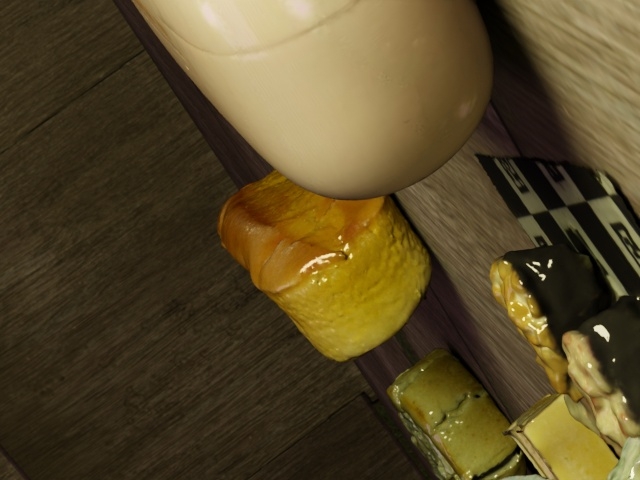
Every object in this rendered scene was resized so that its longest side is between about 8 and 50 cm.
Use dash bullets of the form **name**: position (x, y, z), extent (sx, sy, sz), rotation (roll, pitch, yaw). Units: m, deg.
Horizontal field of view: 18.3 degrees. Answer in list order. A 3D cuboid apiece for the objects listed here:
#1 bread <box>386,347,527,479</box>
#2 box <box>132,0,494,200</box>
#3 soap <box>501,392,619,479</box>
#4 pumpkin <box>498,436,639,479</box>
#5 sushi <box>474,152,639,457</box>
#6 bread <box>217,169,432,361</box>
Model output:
- **bread**: position (0.106, 0.150, 1.493), extent (0.117, 0.064, 0.156), rotation (54, 175, 35)
- **box**: position (-0.017, -0.093, 0.664), extent (0.146, 0.088, 0.200), rotation (58, 174, -30)
- **soap**: position (0.185, 0.191, 1.047), extent (0.252, 0.037, 0.092), rotation (54, 178, 3)
- **pumpkin**: position (0.116, 0.212, 0.593), extent (0.197, 0.263, 0.293), rotation (25, 176, -18)
- **sushi**: position (0.111, 0.055, 0.739), extent (0.193, 0.040, 0.210), rotation (56, 177, -10)
- **bread**: position (0.000, 0.000, 1.266), extent (0.094, 0.102, 0.245), rotation (49, 180, -15)
